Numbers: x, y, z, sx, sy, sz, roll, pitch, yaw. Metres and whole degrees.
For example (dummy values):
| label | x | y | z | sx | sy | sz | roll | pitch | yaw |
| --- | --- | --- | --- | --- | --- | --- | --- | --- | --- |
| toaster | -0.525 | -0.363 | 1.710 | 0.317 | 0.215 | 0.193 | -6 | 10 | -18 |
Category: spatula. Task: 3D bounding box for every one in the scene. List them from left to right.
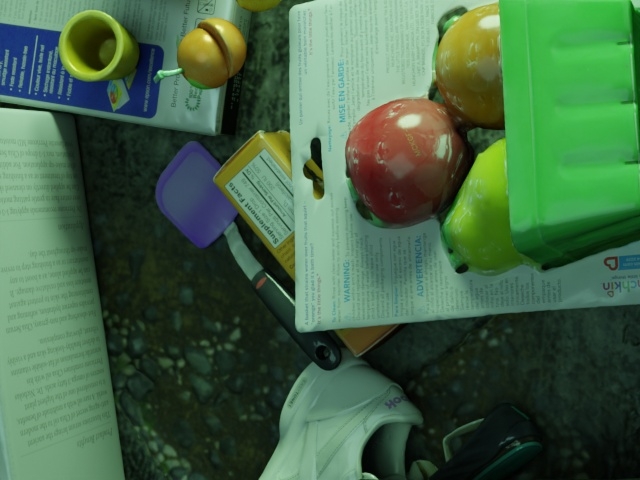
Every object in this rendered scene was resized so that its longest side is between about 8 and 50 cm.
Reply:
| label | x | y | z | sx | sy | sz | roll | pitch | yaw |
| --- | --- | --- | --- | --- | --- | --- | --- | --- | --- |
| spatula | -0.071 | 0.022 | 1.346 | 0.084 | 0.030 | 0.296 | -48 | 59 | 15 |

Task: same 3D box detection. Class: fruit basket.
| label | x | y | z | sx | sy | sz | roll | pitch | yaw |
| --- | --- | --- | --- | --- | --- | --- | --- | --- | --- |
| fruit basket | 0.134 | -0.088 | 1.216 | 0.353 | 0.165 | 0.327 | -9 | 77 | 32 |

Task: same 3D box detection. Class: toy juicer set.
| label | x | y | z | sx | sy | sz | roll | pitch | yaw |
| --- | --- | --- | --- | --- | --- | --- | --- | --- | --- |
| toy juicer set | -0.126 | -0.301 | 1.280 | 0.209 | 0.089 | 0.329 | 12 | 93 | 16 |

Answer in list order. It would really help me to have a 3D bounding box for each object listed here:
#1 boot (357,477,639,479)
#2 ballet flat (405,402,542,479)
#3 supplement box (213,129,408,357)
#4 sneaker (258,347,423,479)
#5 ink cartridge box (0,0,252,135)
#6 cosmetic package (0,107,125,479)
| label | x | y | z | sx | sy | sz | roll | pitch | yaw |
| --- | --- | --- | --- | --- | --- | --- | --- | --- | --- |
| boot | 0.227 | 0.211 | 1.120 | 0.445 | 0.146 | 0.367 | -12 | 75 | 33 |
| ballet flat | 0.129 | 0.230 | 1.307 | 0.203 | 0.074 | 0.074 | -45 | 80 | 21 |
| supplement box | 0.000 | 0.000 | 1.325 | 0.080 | 0.078 | 0.233 | -40 | 81 | 18 |
| sneaker | 0.001 | 0.264 | 1.299 | 0.152 | 0.114 | 0.305 | 29 | 103 | 39 |
| ink cartridge box | -0.255 | -0.221 | 1.398 | 0.371 | 0.069 | 0.175 | 10 | 96 | 14 |
| cosmetic package | -0.337 | 0.101 | 1.356 | 0.162 | 0.230 | 0.453 | -8 | 90 | 18 |
